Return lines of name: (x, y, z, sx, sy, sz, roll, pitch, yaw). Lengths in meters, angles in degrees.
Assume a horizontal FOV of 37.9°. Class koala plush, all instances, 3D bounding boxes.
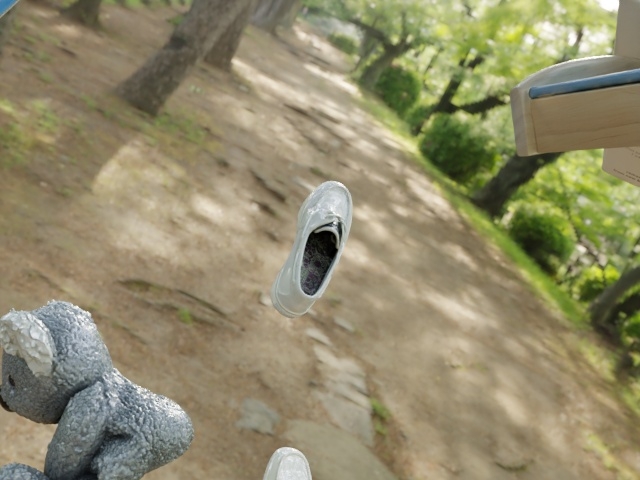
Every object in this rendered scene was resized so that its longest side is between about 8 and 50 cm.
koala plush: (-0.265, 0.166, 1.007, 0.221, 0.203, 0.196, 64, 6, 3)

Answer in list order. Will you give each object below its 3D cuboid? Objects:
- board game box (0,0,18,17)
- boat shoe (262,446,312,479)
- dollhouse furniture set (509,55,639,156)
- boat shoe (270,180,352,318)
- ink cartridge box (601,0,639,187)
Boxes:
board game box: (-0.194, -0.280, 0.609, 0.086, 0.308, 0.302, 50, -7, -38)
boat shoe: (-0.044, 0.490, 1.586, 0.098, 0.276, 0.096, 9, -21, -22)
dollhouse furniture set: (0.253, -0.219, 0.552, 0.287, 0.303, 0.198, -12, 8, -29)
boat shoe: (0.000, 0.000, 1.025, 0.066, 0.063, 0.184, 40, 53, -12)
ink cartridge box: (0.300, -0.156, 0.723, 0.093, 0.160, 0.219, 27, -22, 26)
